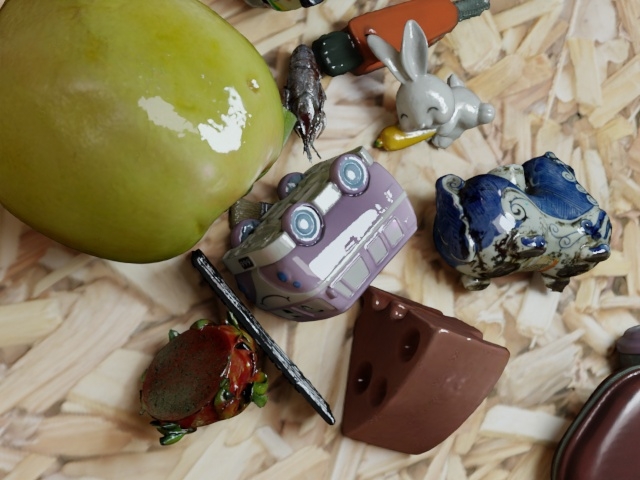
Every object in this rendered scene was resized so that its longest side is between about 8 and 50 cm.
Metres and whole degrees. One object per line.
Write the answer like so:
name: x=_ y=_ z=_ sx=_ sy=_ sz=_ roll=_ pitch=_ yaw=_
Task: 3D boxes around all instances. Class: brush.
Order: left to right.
brush: x=-0.037 y=-0.019 z=1.546 sx=0.170 sy=0.014 sz=0.043 roll=11 pitch=72 yaw=-33
brush: x=0.116 y=-0.285 z=1.721 sx=0.323 sy=0.051 sz=0.070 roll=-23 pitch=81 yaw=-34

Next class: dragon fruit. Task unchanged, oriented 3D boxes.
dragon fruit: x=-0.114 y=0.149 z=1.366 sx=0.175 sy=0.138 sz=0.142 roll=14 pitch=102 yaw=-51

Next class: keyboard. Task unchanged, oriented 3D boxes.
keyboard: x=-0.067 y=0.111 z=1.442 sx=0.017 sy=0.087 sz=0.250 roll=-39 pitch=100 yaw=1

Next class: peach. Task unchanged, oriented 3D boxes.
peach: x=-0.209 y=-0.123 z=1.295 sx=0.316 sy=0.314 sz=0.281 roll=33 pitch=74 yaw=-18

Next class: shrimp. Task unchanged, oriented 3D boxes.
shrimp: x=-0.020 y=-0.171 z=1.582 sx=0.057 sy=0.065 sz=0.165 roll=0 pitch=77 yaw=-1

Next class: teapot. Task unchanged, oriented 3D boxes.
teapot: x=0.484 y=0.190 z=1.787 sx=0.116 sy=0.148 sz=0.146 roll=-10 pitch=93 yaw=0

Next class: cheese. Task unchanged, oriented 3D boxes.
cheese: x=0.134 y=0.140 z=1.503 sx=0.128 sy=0.177 sz=0.202 roll=23 pitch=63 yaw=-26

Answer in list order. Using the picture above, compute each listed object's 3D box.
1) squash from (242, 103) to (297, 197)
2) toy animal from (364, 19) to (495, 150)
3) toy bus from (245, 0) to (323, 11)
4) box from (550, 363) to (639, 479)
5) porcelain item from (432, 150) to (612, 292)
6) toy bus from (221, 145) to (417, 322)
squash: x=-0.091 y=-0.099 z=1.496 sx=0.105 sy=0.105 sz=0.132 roll=19 pitch=76 yaw=-28
toy animal: x=0.126 y=-0.192 z=1.656 sx=0.182 sy=0.131 sz=0.127 roll=21 pitch=54 yaw=-46
toy bus: x=0.021 y=-0.396 z=1.609 sx=0.305 sy=0.179 sz=0.143 roll=-32 pitch=109 yaw=-37
box: x=0.486 y=0.348 z=1.681 sx=0.404 sy=0.108 sz=0.263 roll=41 pitch=78 yaw=-16
porcelain item: x=0.270 y=-0.036 z=1.688 sx=0.288 sy=0.138 sz=0.186 roll=1 pitch=63 yaw=-35
toy bus: x=0.000 y=0.000 z=1.472 sx=0.202 sy=0.142 sz=0.142 roll=-47 pitch=109 yaw=-32
